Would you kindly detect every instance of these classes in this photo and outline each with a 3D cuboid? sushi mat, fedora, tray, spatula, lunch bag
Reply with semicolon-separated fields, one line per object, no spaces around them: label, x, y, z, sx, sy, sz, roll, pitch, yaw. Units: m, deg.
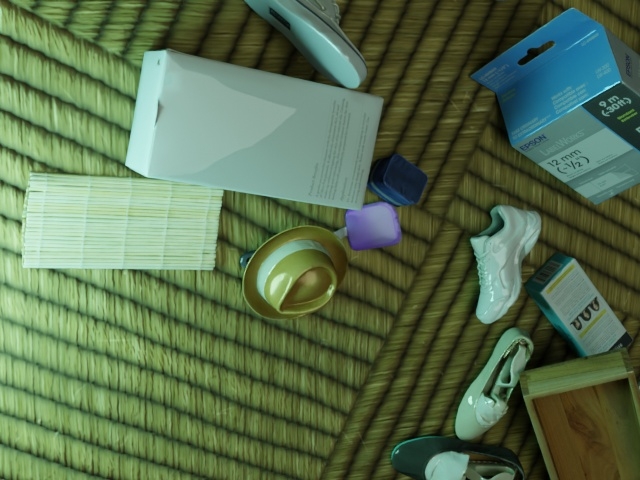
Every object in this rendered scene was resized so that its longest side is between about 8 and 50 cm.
sushi mat;-0.315;-0.027;1.565;0.317;0.019;0.151;2;102;-23
fedora;-0.033;0.070;1.651;0.194;0.079;0.194;-10;121;-17
tray;0.536;0.397;1.897;0.203;0.076;0.410;-16;123;12
spatula;0.000;0.000;1.697;0.297;0.030;0.084;-15;106;-19
lunch bag;0.135;-0.103;1.714;0.098;0.065;0.067;35;71;-24

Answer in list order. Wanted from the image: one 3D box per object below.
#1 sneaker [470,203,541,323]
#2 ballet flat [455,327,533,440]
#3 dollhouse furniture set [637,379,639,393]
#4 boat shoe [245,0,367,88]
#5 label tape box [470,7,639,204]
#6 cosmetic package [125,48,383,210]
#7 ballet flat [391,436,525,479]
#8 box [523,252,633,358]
sneaker;0.321;0.038;1.821;0.115;0.090;0.232;20;84;-19
ballet flat;0.340;0.284;1.875;0.086;0.086;0.248;25;91;-25
dollhouse furniture set;0.782;0.303;2.039;0.183;0.129;0.129;-47;114;-6
boat shoe;-0.013;-0.350;1.533;0.267;0.096;0.088;42;68;17
label tape box;0.470;-0.227;1.720;0.348;0.249;0.115;28;53;-27
cosmetic package;-0.104;-0.173;1.547;0.366;0.155;0.196;10;96;-24
ballet flat;0.276;0.433;1.870;0.281;0.096;0.095;7;107;-23
box;0.513;0.145;1.929;0.100;0.060;0.244;-44;114;-8
